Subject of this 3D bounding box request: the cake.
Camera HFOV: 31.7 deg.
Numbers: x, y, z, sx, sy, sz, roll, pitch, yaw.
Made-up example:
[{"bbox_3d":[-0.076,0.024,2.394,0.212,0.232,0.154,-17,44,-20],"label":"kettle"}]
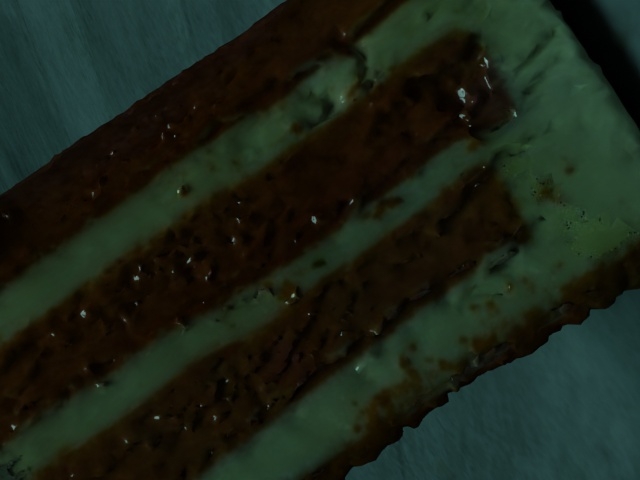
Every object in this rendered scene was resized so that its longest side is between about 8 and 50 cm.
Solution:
[{"bbox_3d":[0.000,0.000,0.394,0.158,0.262,0.159,54,142,4],"label":"cake"}]
